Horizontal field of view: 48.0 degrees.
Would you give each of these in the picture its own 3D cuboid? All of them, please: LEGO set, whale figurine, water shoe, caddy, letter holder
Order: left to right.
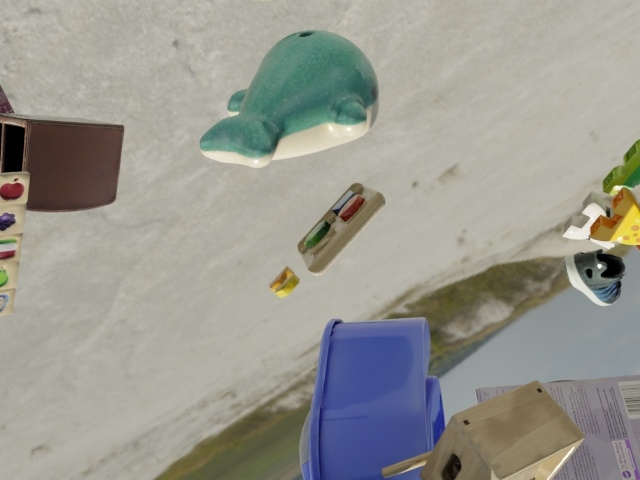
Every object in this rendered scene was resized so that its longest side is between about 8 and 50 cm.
[{"bbox_3d":[-0.634,-0.184,1.708,0.302,0.152,0.214,-13,113,-63],"label":"letter holder"},{"bbox_3d":[-0.039,-0.185,0.925,0.272,0.216,0.141,-37,131,-44],"label":"whale figurine"},{"bbox_3d":[0.061,0.248,0.913,0.179,0.241,0.341,-7,-148,12],"label":"caddy"},{"bbox_3d":[0.512,0.068,1.283,0.080,0.072,0.203,-23,152,37],"label":"water shoe"},{"bbox_3d":[0.335,-0.045,0.690,0.087,0.093,0.227,-68,-177,-45],"label":"LEGO set"}]

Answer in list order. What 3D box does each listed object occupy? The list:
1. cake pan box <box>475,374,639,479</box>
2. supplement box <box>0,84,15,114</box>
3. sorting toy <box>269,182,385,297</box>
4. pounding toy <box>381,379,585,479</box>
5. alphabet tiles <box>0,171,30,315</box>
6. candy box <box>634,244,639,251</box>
[{"bbox_3d":[0.346,0.307,0.958,0.246,0.266,0.070,-6,142,4],"label":"cake pan box"},{"bbox_3d":[-0.839,-0.319,1.805,0.104,0.188,0.081,-5,-150,24],"label":"supplement box"},{"bbox_3d":[0.000,0.000,1.514,0.307,0.041,0.229,-48,-165,2],"label":"sorting toy"},{"bbox_3d":[0.154,0.212,0.706,0.130,0.100,0.141,-14,139,-29],"label":"pounding toy"},{"bbox_3d":[-0.448,0.020,0.793,0.237,0.009,0.198,-9,125,-45],"label":"alphabet tiles"},{"bbox_3d":[0.566,0.022,1.071,0.187,0.109,0.053,4,130,-27],"label":"candy box"}]
